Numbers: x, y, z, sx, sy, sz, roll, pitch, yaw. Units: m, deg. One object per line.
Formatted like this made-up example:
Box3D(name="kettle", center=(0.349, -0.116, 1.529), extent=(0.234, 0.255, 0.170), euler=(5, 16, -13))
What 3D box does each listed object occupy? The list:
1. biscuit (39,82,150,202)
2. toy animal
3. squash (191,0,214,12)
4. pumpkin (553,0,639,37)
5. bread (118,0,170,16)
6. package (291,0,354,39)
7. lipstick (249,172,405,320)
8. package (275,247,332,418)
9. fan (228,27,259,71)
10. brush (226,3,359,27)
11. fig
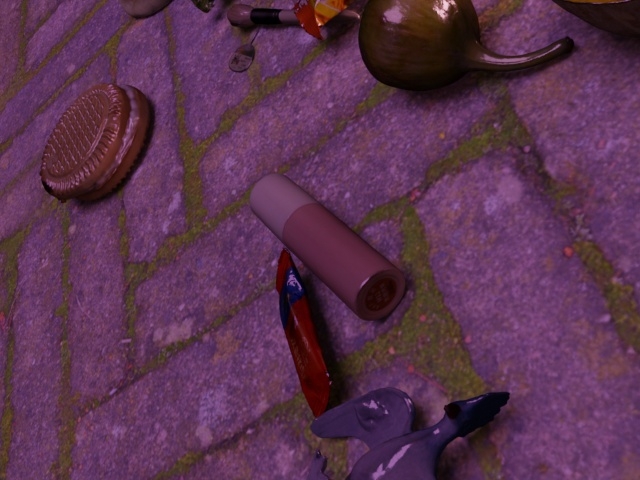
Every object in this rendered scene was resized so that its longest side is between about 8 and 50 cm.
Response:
Box3D(name="biscuit", center=(-0.424, -0.184, 1.339), extent=(0.259, 0.079, 0.259), euler=(-20, 57, 33))
Box3D(name="toy animal", center=(0.076, 0.237, 0.680), extent=(0.239, 0.176, 0.255), euler=(-113, 30, -43))
Box3D(name="squash", center=(-0.123, -0.575, 1.262), extent=(0.101, 0.101, 0.378), euler=(35, 94, 46))
Box3D(name="pumpkin", center=(0.325, -0.278, 0.713), extent=(0.217, 0.110, 0.217), euler=(-21, 46, 23))
Box3D(name="bread", center=(-0.340, -0.587, 1.502), extent=(0.267, 0.040, 0.267), euler=(-20, 57, 33))
Box3D(name="package", center=(0.052, -0.446, 1.024), extent=(0.288, 0.108, 0.223), euler=(-36, 45, 14))
Box3D(name="lipstick", center=(0.000, 0.000, 0.871), extent=(0.070, 0.070, 0.254), euler=(-54, 45, 6))
Box3D(name="package", center=(-0.023, 0.107, 0.846), extent=(0.083, 0.022, 0.200), euler=(107, 151, -44))
Box3D(name="fan", center=(-0.131, -0.315, 1.200), extent=(0.060, 0.003, 0.080), euler=(-8, 64, 38))
Box3D(name="brush", center=(-0.051, -0.350, 1.125), extent=(0.299, 0.042, 0.039), euler=(19, 110, 44))
Box3D(name="fig", center=(0.166, -0.230, 0.834), extent=(0.245, 0.149, 0.149), euler=(25, 86, 27))
